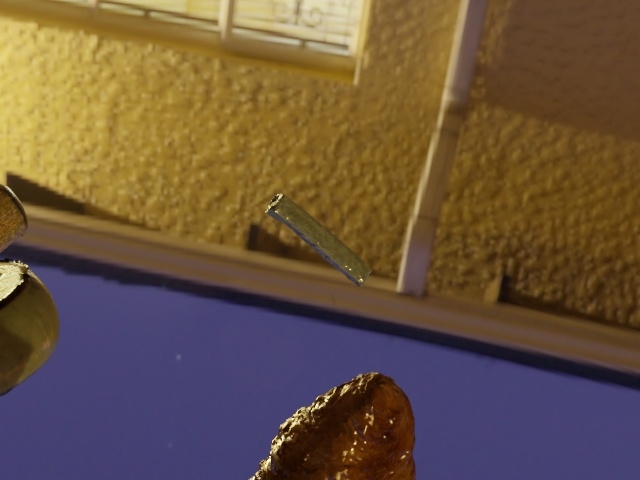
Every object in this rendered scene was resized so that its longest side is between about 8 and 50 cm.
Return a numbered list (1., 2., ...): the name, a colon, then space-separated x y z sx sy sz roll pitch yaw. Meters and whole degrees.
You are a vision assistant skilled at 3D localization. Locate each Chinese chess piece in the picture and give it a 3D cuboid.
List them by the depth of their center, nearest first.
1. Chinese chess piece: -0.614 0.165 1.875 0.349 0.146 0.349 -17 -160 7

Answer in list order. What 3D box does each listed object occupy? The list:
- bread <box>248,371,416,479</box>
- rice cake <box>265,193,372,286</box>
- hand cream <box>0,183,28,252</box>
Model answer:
1. bread: -0.004 0.177 0.672 0.105 0.233 0.076 -2 -160 -33
2. rice cake: 0.000 0.000 1.036 0.121 0.022 0.021 40 164 -21
3. hand cream: -0.279 0.030 0.736 0.084 0.084 0.203 25 -124 32
